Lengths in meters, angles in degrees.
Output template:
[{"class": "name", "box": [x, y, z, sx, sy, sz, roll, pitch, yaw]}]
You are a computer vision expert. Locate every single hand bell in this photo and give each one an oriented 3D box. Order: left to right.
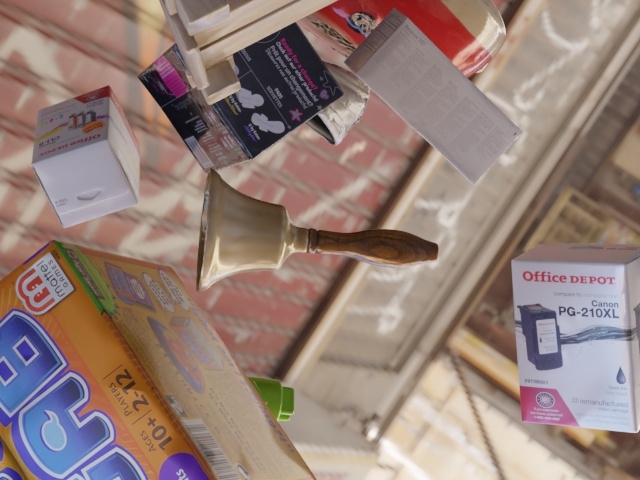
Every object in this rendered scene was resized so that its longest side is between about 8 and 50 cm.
[{"class": "hand bell", "box": [0.000, 0.000, 1.427, 0.242, 0.126, 0.126, 5, -166, -8]}]

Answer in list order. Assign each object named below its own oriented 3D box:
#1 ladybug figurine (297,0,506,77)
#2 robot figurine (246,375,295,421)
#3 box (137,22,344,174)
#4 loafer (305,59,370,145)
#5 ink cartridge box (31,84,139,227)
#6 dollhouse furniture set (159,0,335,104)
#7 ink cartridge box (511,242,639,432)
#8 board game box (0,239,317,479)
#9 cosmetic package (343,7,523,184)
[{"class": "ladybug figurine", "box": [0.074, -0.350, 2.005, 0.449, 0.161, 0.305, 32, 173, -27]}, {"class": "robot figurine", "box": [-0.095, 0.223, 1.950, 0.115, 0.067, 0.101, 8, 153, -12]}, {"class": "box", "box": [-0.099, -0.187, 1.681, 0.163, 0.142, 0.247, 55, 166, -8]}, {"class": "loafer", "box": [-0.054, -0.219, 1.952, 0.319, 0.111, 0.112, 22, 179, -43]}, {"class": "ink cartridge box", "box": [-0.361, -0.130, 2.171, 0.176, 0.128, 0.127, -102, -8, -55]}, {"class": "dollhouse furniture set", "box": [-0.009, -0.284, 1.131, 0.173, 0.303, 0.355, 63, 175, 5]}, {"class": "ink cartridge box", "box": [0.362, 0.129, 1.919, 0.172, 0.237, 0.100, 1, -168, 33]}, {"class": "board game box", "box": [-0.284, 0.260, 1.697, 0.356, 0.356, 0.356, 54, -170, 15]}, {"class": "cosmetic package", "box": [0.148, -0.186, 1.827, 0.239, 0.099, 0.060, 41, -172, -28]}]
